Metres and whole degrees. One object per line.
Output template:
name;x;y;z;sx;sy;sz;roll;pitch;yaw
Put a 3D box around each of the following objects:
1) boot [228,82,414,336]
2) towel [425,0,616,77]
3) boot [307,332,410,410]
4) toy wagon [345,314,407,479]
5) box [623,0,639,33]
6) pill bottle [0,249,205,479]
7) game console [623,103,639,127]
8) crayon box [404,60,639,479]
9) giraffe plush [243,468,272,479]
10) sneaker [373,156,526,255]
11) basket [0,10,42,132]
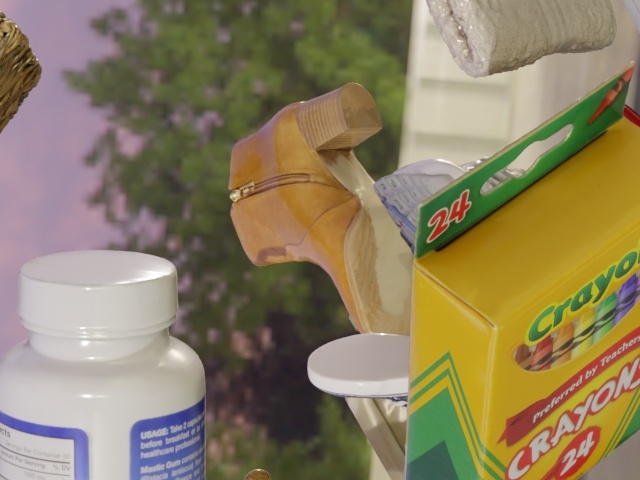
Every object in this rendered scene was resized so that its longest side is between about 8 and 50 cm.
boot;-0.001;-0.001;2.032;0.211;0.104;0.295;-30;64;47
towel;0.109;-0.259;1.479;0.187;0.049;0.282;-18;-98;-47
boot;0.085;0.127;1.645;0.069;0.190;0.086;-95;2;-54
toy wagon;0.203;0.127;2.054;0.267;0.344;0.068;60;-176;13
box;0.333;-0.245;1.620;0.091;0.170;0.130;-32;-83;-49
pill bottle;-0.158;0.150;1.409;0.152;0.152;0.272;-72;-16;-78
game console;0.263;-0.056;1.563;0.085;0.124;0.144;66;150;16
crayon box;0.153;0.055;1.326;0.202;0.081;0.318;-34;-34;-26
giraffe plush;-0.109;0.309;1.888;0.170;0.181;0.210;-10;-108;-53
sneaker;0.131;-0.033;1.751;0.111;0.129;0.297;51;180;12
basket;-0.481;-0.162;2.136;0.299;0.223;0.213;-51;-12;-8
